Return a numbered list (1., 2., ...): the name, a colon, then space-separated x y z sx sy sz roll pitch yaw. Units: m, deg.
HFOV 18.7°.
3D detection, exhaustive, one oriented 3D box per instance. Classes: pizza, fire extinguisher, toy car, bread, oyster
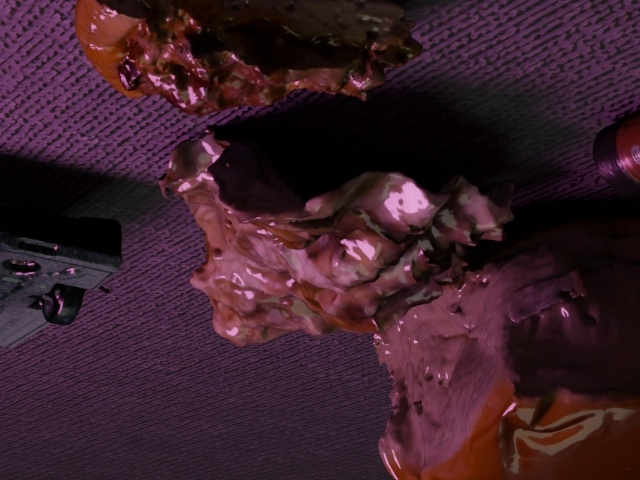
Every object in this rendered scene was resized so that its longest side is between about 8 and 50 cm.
1. pizza: -0.040 -0.106 1.090 0.194 0.069 0.154 5 161 1
2. fire extinguisher: 0.238 -0.075 1.175 0.062 0.050 0.177 50 145 -11
3. toy car: -0.268 0.029 1.496 0.141 0.097 0.321 12 159 -26
4. bread: 0.186 0.096 1.407 0.250 0.225 0.279 -1 156 -18
5. oyster: 0.000 0.002 1.337 0.238 0.114 0.351 11 160 -22
